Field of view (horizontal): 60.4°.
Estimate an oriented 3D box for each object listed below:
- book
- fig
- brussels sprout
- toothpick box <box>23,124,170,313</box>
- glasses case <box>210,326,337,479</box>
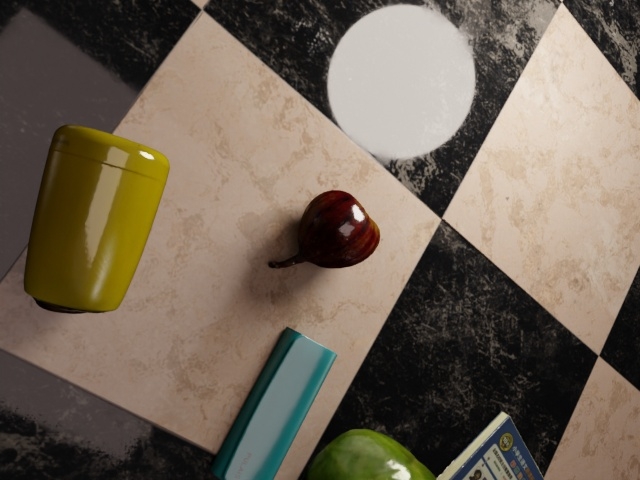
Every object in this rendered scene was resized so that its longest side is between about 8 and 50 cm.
[{"bbox_3d":[0.364,0.659,1.307,0.428,0.039,0.300,-36,107,-21],"label":"book"},{"bbox_3d":[0.021,-0.013,1.043,0.202,0.148,0.150,-31,140,-35],"label":"fig"},{"bbox_3d":[0.093,0.551,1.038,0.281,0.289,0.355,-27,127,-34],"label":"brussels sprout"},{"bbox_3d":[-0.350,-0.024,0.849,0.174,0.175,0.272,16,89,-26],"label":"toothpick box"},{"bbox_3d":[-0.083,0.328,1.056,0.117,0.070,0.301,33,79,-23],"label":"glasses case"}]
